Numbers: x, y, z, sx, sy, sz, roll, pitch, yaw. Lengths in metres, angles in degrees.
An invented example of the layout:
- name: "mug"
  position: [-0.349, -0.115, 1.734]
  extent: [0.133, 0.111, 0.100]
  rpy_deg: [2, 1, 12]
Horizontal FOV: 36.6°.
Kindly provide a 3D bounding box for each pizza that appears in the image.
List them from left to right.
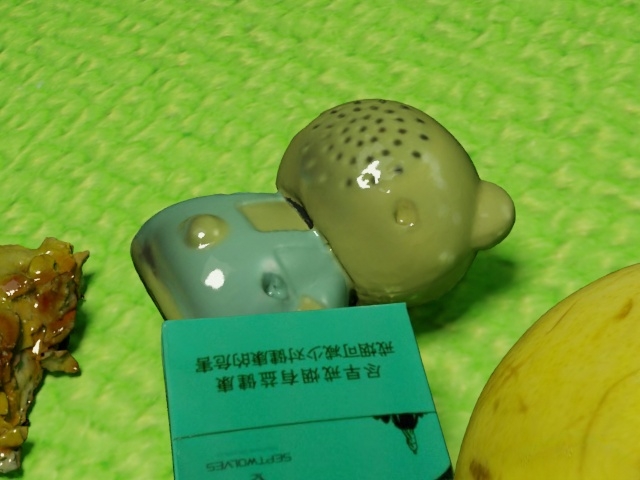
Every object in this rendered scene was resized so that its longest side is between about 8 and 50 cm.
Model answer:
- name: "pizza"
  position: [-0.293, 0.064, 0.800]
  extent: [0.228, 0.081, 0.289]
  rpy_deg: [-33, 47, -16]

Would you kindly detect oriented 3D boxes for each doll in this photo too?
- name: "doll"
  position: [0.000, 0.000, 0.725]
  extent: [0.260, 0.161, 0.177]
  rpy_deg: [-30, 46, -10]

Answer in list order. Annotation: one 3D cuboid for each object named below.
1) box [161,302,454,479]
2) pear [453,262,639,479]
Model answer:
- name: "box"
  position: [-0.004, 0.141, 0.556]
  extent: [0.161, 0.042, 0.226]
  rpy_deg: [-5, 51, -11]
- name: "pear"
  position: [0.198, 0.137, 0.463]
  extent: [0.280, 0.281, 0.281]
  rpy_deg: [-8, 47, 8]
